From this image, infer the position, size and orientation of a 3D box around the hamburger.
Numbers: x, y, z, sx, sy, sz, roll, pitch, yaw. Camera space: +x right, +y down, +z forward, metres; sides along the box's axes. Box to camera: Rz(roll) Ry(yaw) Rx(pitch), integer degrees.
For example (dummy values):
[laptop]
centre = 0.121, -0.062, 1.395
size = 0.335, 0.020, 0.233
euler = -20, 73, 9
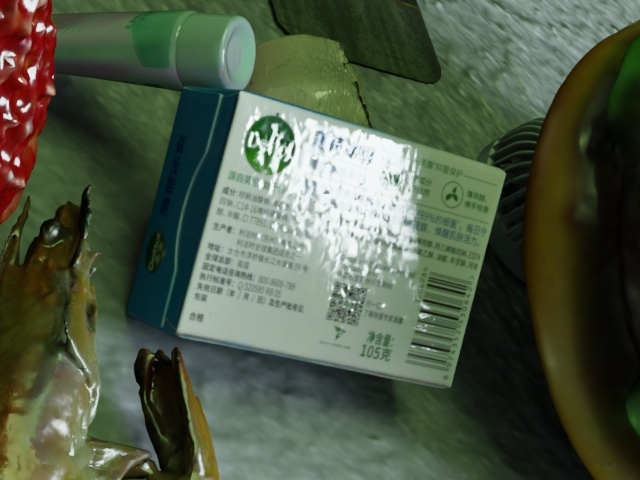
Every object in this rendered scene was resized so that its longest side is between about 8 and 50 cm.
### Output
[hamburger]
centre = 0.300, 0.020, 0.977
size = 0.395, 0.277, 0.396
euler = 8, 79, -44

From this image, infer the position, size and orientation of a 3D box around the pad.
[pad]
centre = 0.086, -0.236, 1.263
size = 0.323, 0.055, 0.250
euler = -2, 53, -21

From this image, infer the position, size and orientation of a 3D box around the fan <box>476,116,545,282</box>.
[fan]
centre = 0.219, -0.004, 1.154
size = 0.244, 0.074, 0.130
euler = 27, 50, -29

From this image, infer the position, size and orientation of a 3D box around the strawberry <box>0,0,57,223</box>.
[strawberry]
centre = -0.207, -0.110, 0.728
size = 0.205, 0.244, 0.205
euler = 21, 44, -22

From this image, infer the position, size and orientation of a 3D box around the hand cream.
[hand cream]
centre = -0.127, -0.117, 0.910
size = 0.174, 0.047, 0.076
euler = 7, 30, 23

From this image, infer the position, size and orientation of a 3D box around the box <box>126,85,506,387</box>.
[box]
centre = 0.000, 0.000, 0.889
size = 0.194, 0.073, 0.139
euler = 14, 90, -32

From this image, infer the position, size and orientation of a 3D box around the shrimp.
[shrimp]
centre = -0.117, 0.082, 0.773
size = 0.150, 0.068, 0.249
euler = 16, 54, -40

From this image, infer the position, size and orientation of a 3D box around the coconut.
[coconut]
centre = -0.012, -0.069, 0.971
size = 0.110, 0.110, 0.124
euler = 18, 42, -29
